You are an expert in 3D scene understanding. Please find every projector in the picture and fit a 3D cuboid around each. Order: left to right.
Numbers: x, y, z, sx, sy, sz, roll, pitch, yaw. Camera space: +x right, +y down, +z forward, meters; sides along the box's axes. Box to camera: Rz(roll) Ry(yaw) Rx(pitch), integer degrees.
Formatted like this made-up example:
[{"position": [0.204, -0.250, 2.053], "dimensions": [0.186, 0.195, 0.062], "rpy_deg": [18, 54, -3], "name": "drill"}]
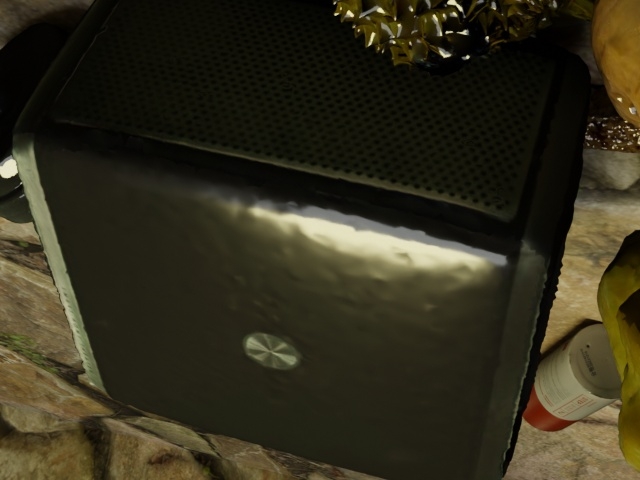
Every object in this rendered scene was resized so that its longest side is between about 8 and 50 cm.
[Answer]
[{"position": [0.000, 0.000, 0.960], "dimensions": [0.405, 0.242, 0.395], "rpy_deg": [13, 141, 12], "name": "projector"}]

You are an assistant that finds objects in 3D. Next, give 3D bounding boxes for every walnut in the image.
[{"position": [0.256, -0.128, 0.748], "dimensions": [0.144, 0.144, 0.180], "rpy_deg": [4, 159, 23], "name": "walnut"}]

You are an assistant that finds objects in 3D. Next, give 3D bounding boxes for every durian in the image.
[{"position": [0.089, -0.174, 0.738], "dimensions": [0.237, 0.137, 0.193], "rpy_deg": [22, 157, -22], "name": "durian"}]

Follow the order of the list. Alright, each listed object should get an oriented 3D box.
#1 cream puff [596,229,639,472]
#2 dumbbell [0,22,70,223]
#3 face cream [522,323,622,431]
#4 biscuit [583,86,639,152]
[{"position": [0.376, 0.068, 0.824], "dimensions": [0.378, 0.378, 0.275], "rpy_deg": [1, 169, 29], "name": "cream puff"}, {"position": [-0.334, -0.155, 0.974], "dimensions": [0.185, 0.185, 0.388], "rpy_deg": [-8, 149, 43], "name": "dumbbell"}, {"position": [0.333, 0.184, 1.474], "dimensions": [0.096, 0.095, 0.214], "rpy_deg": [16, 158, -3], "name": "face cream"}, {"position": [0.201, -0.106, 0.959], "dimensions": [0.199, 0.034, 0.064], "rpy_deg": [8, 156, 17], "name": "biscuit"}]
